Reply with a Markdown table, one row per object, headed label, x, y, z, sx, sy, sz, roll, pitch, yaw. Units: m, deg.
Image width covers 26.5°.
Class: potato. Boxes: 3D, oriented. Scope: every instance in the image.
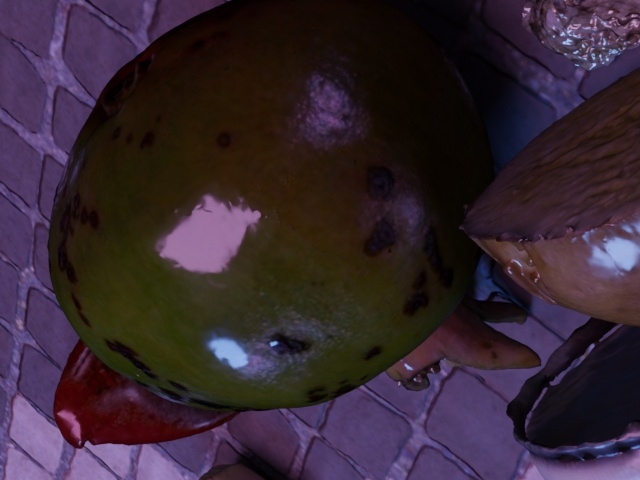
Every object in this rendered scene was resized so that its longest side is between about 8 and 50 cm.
| label | x | y | z | sx | sy | sz | roll | pitch | yaw |
| --- | --- | --- | --- | --- | --- | --- | --- | --- | --- |
| potato | 0.213 | -0.034 | 0.660 | 0.299 | 0.239 | 0.116 | -29 | 98 | 38 |

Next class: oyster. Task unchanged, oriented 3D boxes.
| label | x | y | z | sx | sy | sz | roll | pitch | yaw |
| --- | --- | --- | --- | --- | --- | --- | --- | --- | --- |
| oyster | 0.163 | -0.136 | 0.783 | 0.098 | 0.037 | 0.100 | 33 | 134 | 21 |

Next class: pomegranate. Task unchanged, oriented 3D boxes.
| label | x | y | z | sx | sy | sz | roll | pitch | yaw |
| --- | --- | --- | --- | --- | --- | --- | --- | --- | --- |
| pomegranate | -0.020 | 0.009 | 0.864 | 0.291 | 0.291 | 0.323 | -5 | 118 | 43 |

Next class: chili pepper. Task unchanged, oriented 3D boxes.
| label | x | y | z | sx | sy | sz | roll | pitch | yaw |
| --- | --- | --- | --- | --- | --- | --- | --- | --- | --- |
| chili pepper | -0.100 | 0.077 | 0.998 | 0.136 | 0.252 | 0.144 | 7 | 129 | 27 |

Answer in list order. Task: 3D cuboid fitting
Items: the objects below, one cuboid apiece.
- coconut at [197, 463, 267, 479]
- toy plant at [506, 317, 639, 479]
| label | x | y | z | sx | sy | sz | roll | pitch | yaw |
| --- | --- | --- | --- | --- | --- | --- | --- | --- | --- |
| coconut | -0.066 | 0.265 | 1.192 | 0.122 | 0.116 | 0.116 | 34 | 134 | 17 |
| toy plant | 0.286 | 0.173 | 0.747 | 0.247 | 0.247 | 0.332 | -29 | 98 | 47 |
